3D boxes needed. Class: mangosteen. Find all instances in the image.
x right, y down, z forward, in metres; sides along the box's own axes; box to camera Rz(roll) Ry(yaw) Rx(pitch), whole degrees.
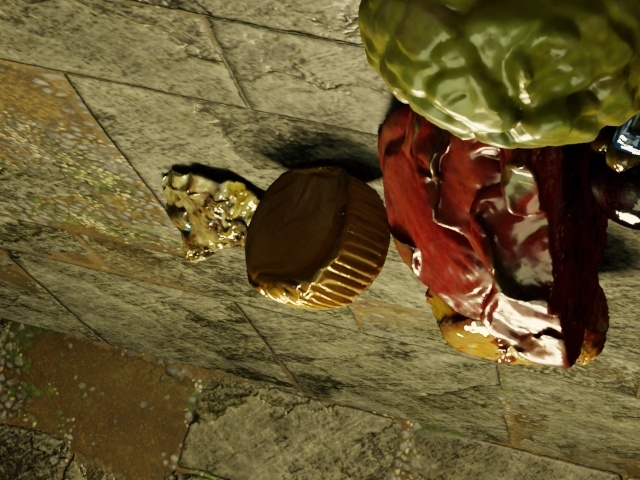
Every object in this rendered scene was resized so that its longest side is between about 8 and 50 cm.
[{"bbox_3d":[0.312,-0.079,1.441,0.140,0.140,0.140,15,164,4],"label":"mangosteen"}]

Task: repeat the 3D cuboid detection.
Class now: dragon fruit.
[{"bbox_3d":[0.150,-0.026,1.559,0.286,0.228,0.329,14,168,15],"label":"dragon fruit"}]

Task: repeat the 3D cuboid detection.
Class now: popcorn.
[{"bbox_3d":[0.137,-0.185,1.097,0.259,0.259,0.212,17,140,0],"label":"popcorn"}]

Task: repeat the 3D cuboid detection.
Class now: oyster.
[{"bbox_3d":[-0.148,-0.031,2.134,0.214,0.083,0.223,0,151,38],"label":"oyster"}]

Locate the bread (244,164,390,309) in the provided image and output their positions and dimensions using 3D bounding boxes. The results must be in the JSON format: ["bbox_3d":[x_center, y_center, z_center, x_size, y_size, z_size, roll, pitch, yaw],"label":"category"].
[{"bbox_3d":[0.000,0.001,1.891,0.104,0.199,0.199,26,162,-36],"label":"bread"}]

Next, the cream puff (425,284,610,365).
[{"bbox_3d":[0.258,0.080,1.946,0.240,0.163,0.240,1,168,0],"label":"cream puff"}]

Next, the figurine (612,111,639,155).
[{"bbox_3d":[0.381,-0.068,1.317,0.262,0.120,0.164,22,-155,22],"label":"figurine"}]
